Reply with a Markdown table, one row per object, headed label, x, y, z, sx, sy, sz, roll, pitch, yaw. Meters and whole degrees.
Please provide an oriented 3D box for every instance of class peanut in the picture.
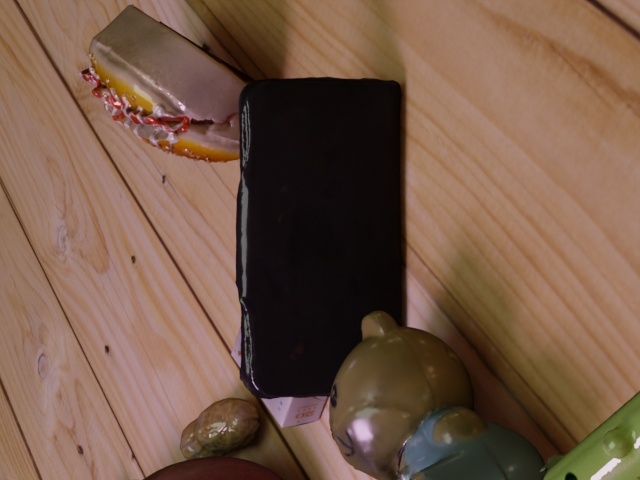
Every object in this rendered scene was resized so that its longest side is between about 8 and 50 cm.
| label | x | y | z | sx | sy | sz | roll | pitch | yaw |
| --- | --- | --- | --- | --- | --- | --- | --- | --- | --- |
| peanut | -0.148 | 0.272 | 1.649 | 0.174 | 0.080 | 0.080 | -40 | 59 | 48 |

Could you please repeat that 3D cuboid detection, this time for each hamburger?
| label | x | y | z | sx | sy | sz | roll | pitch | yaw |
| --- | --- | --- | --- | --- | --- | --- | --- | --- | --- |
| hamburger | -0.199 | -0.204 | 1.586 | 0.295 | 0.227 | 0.151 | 35 | 98 | 51 |

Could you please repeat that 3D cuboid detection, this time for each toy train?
| label | x | y | z | sx | sy | sz | roll | pitch | yaw |
| --- | --- | --- | --- | --- | --- | --- | --- | --- | --- |
| toy train | 0.284 | 0.154 | 0.936 | 0.253 | 0.157 | 0.105 | -55 | 48 | 42 |

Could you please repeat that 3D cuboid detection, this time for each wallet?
| label | x | y | z | sx | sy | sz | roll | pitch | yaw |
| --- | --- | --- | --- | --- | --- | --- | --- | --- | --- |
| wallet | 0.000 | 0.000 | 1.327 | 0.051 | 0.197 | 0.377 | -179 | 88 | -75 |

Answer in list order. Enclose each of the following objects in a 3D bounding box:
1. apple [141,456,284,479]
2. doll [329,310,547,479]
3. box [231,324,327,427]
| label | x | y | z | sx | sy | sz | roll | pitch | yaw |
| --- | --- | --- | --- | --- | --- | --- | --- | --- | --- |
| apple | -0.153 | 0.418 | 1.514 | 0.306 | 0.235 | 0.305 | -19 | 67 | 54 |
| doll | 0.109 | 0.204 | 1.194 | 0.260 | 0.162 | 0.177 | 49 | 151 | 41 |
| box | -0.028 | 0.100 | 1.476 | 0.149 | 0.067 | 0.233 | 50 | 131 | 43 |
